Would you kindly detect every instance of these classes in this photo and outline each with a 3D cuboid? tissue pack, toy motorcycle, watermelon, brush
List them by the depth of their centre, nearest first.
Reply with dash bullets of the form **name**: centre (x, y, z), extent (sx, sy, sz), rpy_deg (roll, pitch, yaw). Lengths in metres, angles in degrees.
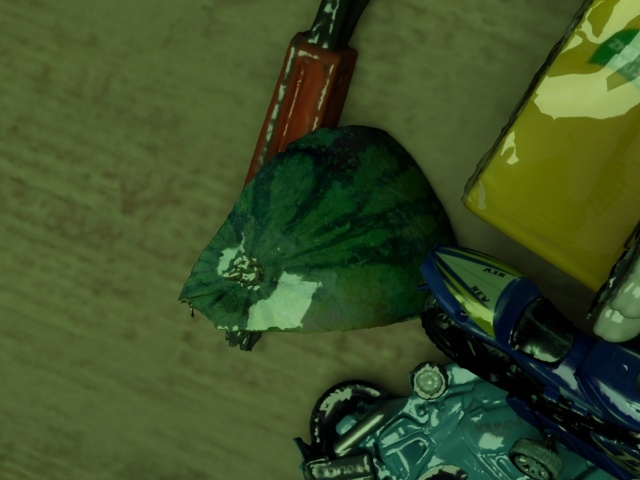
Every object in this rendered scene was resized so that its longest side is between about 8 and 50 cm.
- **tissue pack**: centre (0.321, -0.035, 1.157), extent (0.382, 0.293, 0.228), rpy_deg (31, 110, 4)
- **toy motorcycle**: centre (0.204, 0.109, 1.191), extent (0.315, 0.169, 0.113), rpy_deg (32, 66, 9)
- **watermelon**: centre (0.012, -0.013, 1.278), extent (0.128, 0.231, 0.146), rpy_deg (9, 104, 44)
- **toy motorcycle**: centre (0.118, 0.184, 1.324), extent (0.272, 0.123, 0.182), rpy_deg (-12, 83, 13)
- **brush**: centre (-0.027, -0.061, 1.329), extent (0.051, 0.070, 0.323), rpy_deg (19, 103, 11)

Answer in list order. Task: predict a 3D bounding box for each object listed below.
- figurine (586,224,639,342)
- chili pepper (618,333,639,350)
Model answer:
- **figurine**: centre (0.281, 0.081, 0.992), extent (0.245, 0.138, 0.110), rpy_deg (30, 63, 8)
- **chili pepper**: centre (0.323, 0.104, 1.296), extent (0.224, 0.061, 0.098), rpy_deg (37, 119, 4)
